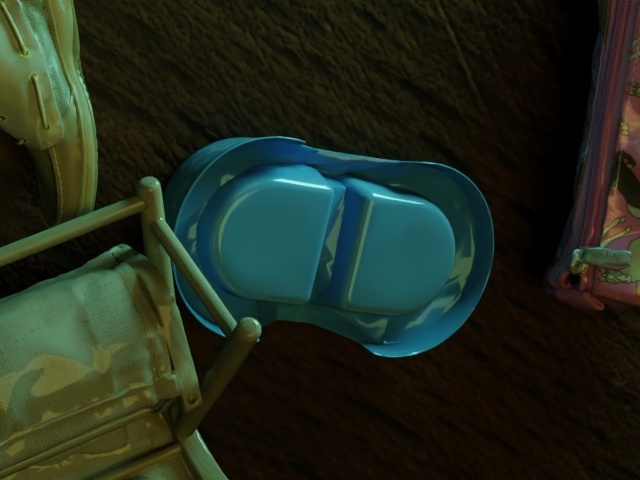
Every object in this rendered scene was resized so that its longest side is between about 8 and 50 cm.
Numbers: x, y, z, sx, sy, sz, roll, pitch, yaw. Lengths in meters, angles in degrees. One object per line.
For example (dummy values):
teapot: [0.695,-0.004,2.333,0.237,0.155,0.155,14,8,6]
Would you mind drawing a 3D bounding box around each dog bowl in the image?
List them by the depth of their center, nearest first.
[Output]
dog bowl: [0.000,0.000,1.567,0.297,0.074,0.166,8,100,-30]

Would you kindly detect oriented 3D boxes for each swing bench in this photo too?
swing bench: [-0.199,0.127,1.425,0.253,0.165,0.254,-22,147,-24]

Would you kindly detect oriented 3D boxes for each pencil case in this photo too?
pencil case: [0.293,-0.124,1.650,0.160,0.167,0.386,8,101,2]

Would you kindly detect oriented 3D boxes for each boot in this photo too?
boot: [-0.253,-0.097,1.396,0.165,0.077,0.213,-15,106,-26]
